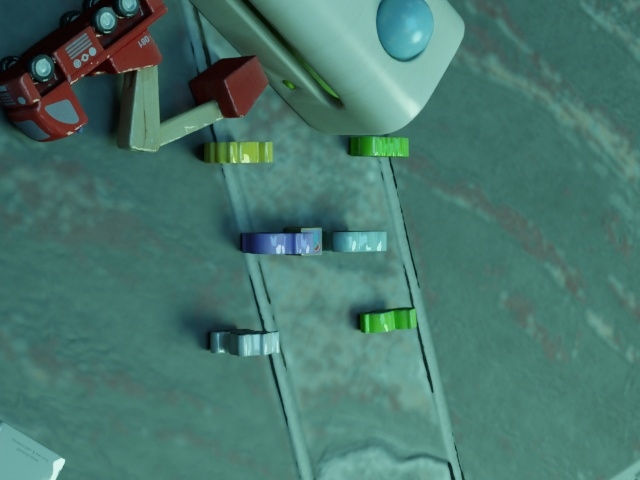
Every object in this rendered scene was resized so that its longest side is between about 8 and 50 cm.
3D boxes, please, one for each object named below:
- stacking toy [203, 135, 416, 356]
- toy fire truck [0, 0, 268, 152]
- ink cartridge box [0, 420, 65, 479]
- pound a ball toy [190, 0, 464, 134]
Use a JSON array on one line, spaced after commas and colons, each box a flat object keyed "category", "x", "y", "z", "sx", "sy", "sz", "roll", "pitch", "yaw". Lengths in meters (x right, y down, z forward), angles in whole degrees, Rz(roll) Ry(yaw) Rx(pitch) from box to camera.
[{"category": "stacking toy", "x": 0.000, "y": 0.000, "z": 1.297, "sx": 0.221, "sy": 0.052, "sz": 0.167, "roll": -4, "pitch": 94, "yaw": -41}, {"category": "toy fire truck", "x": -0.137, "y": -0.114, "z": 1.179, "sx": 0.192, "sy": 0.047, "sz": 0.135, "roll": -44, "pitch": 119, "yaw": -30}, {"category": "ink cartridge box", "x": -0.255, "y": 0.204, "z": 1.047, "sx": 0.061, "sy": 0.104, "sz": 0.181, "roll": 40, "pitch": 67, "yaw": -35}, {"category": "pound a ball toy", "x": -0.008, "y": -0.259, "z": 1.229, "sx": 0.319, "sy": 0.136, "sz": 0.208, "roll": 46, "pitch": 63, "yaw": -32}]
